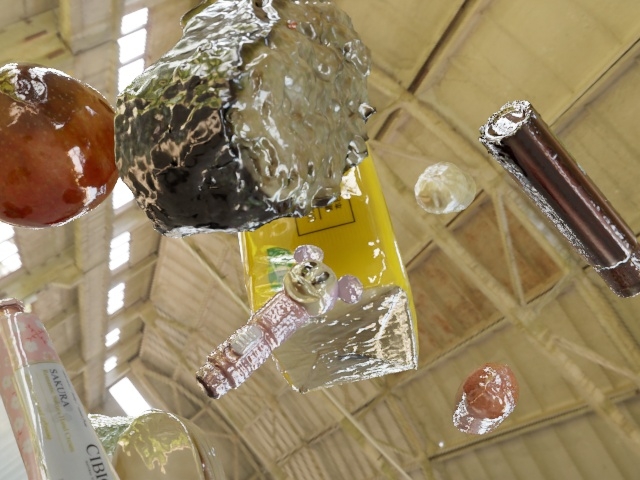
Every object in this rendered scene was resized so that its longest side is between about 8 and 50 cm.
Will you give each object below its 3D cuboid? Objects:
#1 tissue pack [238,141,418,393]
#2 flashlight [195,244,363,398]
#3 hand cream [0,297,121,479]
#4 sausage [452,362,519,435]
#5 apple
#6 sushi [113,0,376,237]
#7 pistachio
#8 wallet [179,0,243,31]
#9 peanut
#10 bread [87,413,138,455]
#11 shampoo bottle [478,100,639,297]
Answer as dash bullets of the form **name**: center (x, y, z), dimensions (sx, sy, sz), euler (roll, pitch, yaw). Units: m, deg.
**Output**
- **tissue pack**: center (0.000, 0.000, 0.983), dimensions (0.293, 0.228, 0.382), euler (72, 4, -56)
- **flashlight**: center (-0.025, 0.045, 0.361), dimensions (0.052, 0.110, 0.031), euler (38, -28, 19)
- **hand cream**: center (-0.197, 0.127, 0.459), dimensions (0.210, 0.067, 0.043), euler (50, -62, 28)
- **sausage**: center (0.210, 0.207, 0.823), dimensions (0.077, 0.077, 0.194), euler (40, -17, 20)
- **apple**: center (-0.387, -0.138, 0.873), dimensions (0.230, 0.230, 0.230), euler (33, -36, 29)
- **sushi**: center (-0.056, -0.137, 0.654), dimensions (0.170, 0.350, 0.211), euler (-3, -62, 22)
- **pistachio**: center (-0.201, 0.379, 0.909), dimensions (0.197, 0.166, 0.288), euler (-41, -116, 33)
- **wallet**: center (-0.193, -0.527, 1.471), dimensions (0.137, 0.255, 0.031), euler (57, -9, 6)
- **peanut**: center (0.305, -0.126, 1.520), dimensions (0.123, 0.256, 0.124), euler (4, -81, 27)
- **bread**: center (-0.426, 0.379, 1.239), dimensions (0.172, 0.231, 0.064), euler (59, 31, -84)
- **shampoo bottle**: center (0.356, -0.052, 0.899), dimensions (0.323, 0.084, 0.129), euler (45, 10, -14)
